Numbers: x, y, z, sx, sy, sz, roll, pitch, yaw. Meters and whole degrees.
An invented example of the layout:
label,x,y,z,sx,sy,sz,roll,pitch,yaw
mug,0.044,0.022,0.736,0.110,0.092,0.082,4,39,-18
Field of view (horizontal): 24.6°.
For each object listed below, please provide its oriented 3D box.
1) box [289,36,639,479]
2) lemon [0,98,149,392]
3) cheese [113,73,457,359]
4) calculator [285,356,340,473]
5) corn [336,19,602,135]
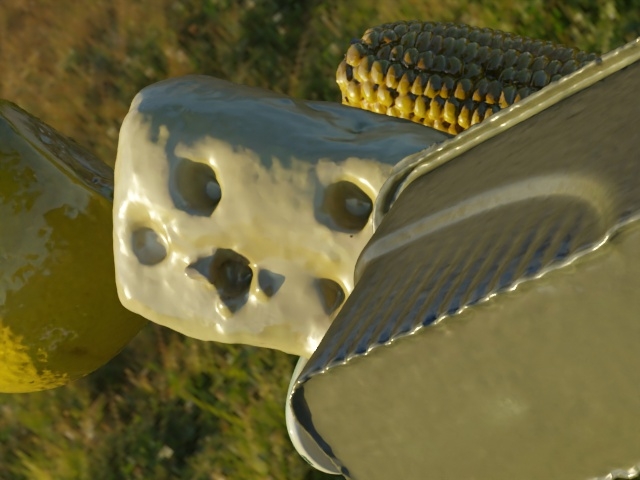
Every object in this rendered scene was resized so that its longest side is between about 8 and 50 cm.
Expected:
label,x,y,z,sx,sy,sz,roll,pitch,yaw
box,0.110,0.015,0.622,0.274,0.138,0.178,-31,12,43
lemon,-0.256,0.018,1.211,0.219,0.240,0.240,-50,35,4
cheese,-0.001,0.001,0.856,0.263,0.159,0.093,13,22,20
calculator,0.032,0.080,0.947,0.021,0.095,0.153,-3,47,52
corn,0.159,-0.082,0.959,0.313,0.102,0.102,17,65,20
